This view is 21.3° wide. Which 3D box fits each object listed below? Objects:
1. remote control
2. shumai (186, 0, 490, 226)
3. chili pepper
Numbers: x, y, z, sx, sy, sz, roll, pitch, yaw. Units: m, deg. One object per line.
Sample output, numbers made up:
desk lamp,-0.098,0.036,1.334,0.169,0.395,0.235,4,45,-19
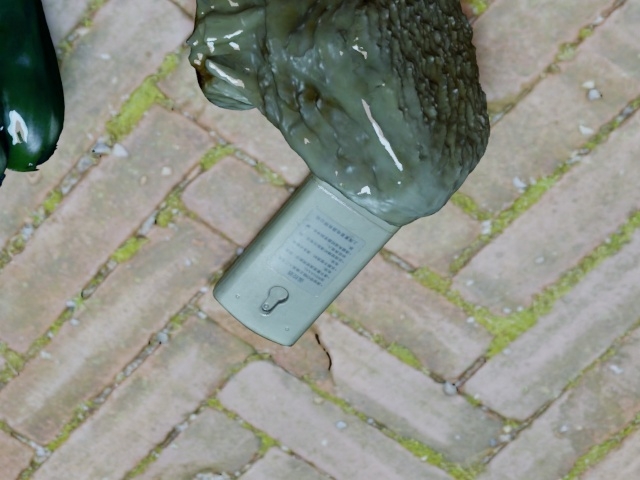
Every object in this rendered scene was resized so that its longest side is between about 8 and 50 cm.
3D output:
remote control,0.000,0.000,1.593,0.098,0.038,0.233,34,117,-14
shumai,0.014,-0.119,1.431,0.222,0.225,0.261,-25,76,29
chili pepper,-0.353,-0.142,1.431,0.233,0.248,0.257,-1,110,19
